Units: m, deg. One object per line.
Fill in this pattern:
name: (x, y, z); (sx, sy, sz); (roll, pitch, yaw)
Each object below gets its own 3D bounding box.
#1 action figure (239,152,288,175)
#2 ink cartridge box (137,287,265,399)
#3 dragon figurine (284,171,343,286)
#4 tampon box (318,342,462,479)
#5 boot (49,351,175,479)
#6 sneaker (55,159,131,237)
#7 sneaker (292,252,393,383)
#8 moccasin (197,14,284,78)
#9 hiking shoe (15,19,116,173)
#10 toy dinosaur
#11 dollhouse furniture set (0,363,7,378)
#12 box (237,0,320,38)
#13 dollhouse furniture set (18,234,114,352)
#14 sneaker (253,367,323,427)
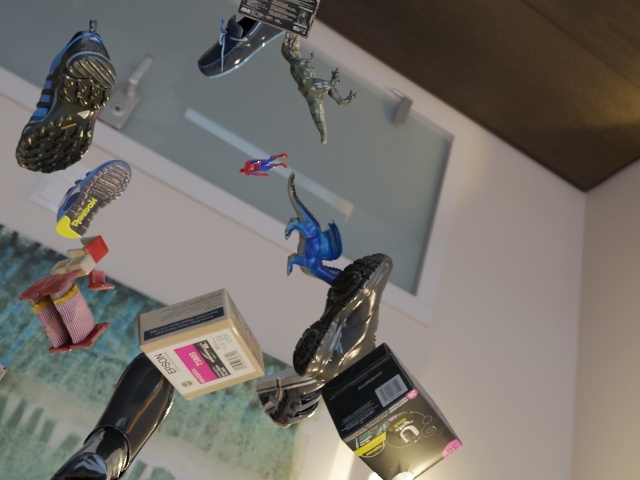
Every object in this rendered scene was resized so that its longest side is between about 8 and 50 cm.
action figure: (-0.120, -0.153, 1.245); (0.115, 0.030, 0.038); (-7, -106, 27)
ink cartridge box: (-0.246, 0.225, 1.279); (0.193, 0.234, 0.088); (-19, -134, 2)
dragon figurine: (0.000, 0.000, 1.253); (0.085, 0.144, 0.289); (-98, -174, -85)
tampon box: (0.099, 0.249, 0.845); (0.120, 0.161, 0.101); (-37, -147, 3)
boot: (-0.453, 0.425, 1.289); (0.445, 0.146, 0.366); (118, -5, -82)
sneaker: (-0.332, -0.070, 0.870); (0.144, 0.053, 0.059); (-41, -137, 12)
sneaker: (0.064, 0.156, 1.180); (0.286, 0.130, 0.109); (-57, -156, 2)
moccasin: (-0.231, -0.615, 1.762); (0.342, 0.117, 0.137); (-36, -127, 8)
hiking shoe: (-0.463, -0.247, 1.109); (0.304, 0.113, 0.132); (-41, -133, 29)
toy dinosaur: (0.002, -0.313, 1.238); (0.064, 0.118, 0.268); (-47, -121, 56)
dollhouse furniture set: (-0.910, 0.339, 1.485); (0.129, 0.184, 0.129); (-48, -168, 24)
box: (-0.043, -0.274, 0.679); (0.018, 0.083, 0.067); (-75, -176, -77)
dollhouse furniture set: (-0.710, 0.145, 1.829); (0.152, 0.201, 0.374); (-12, -156, 16)
sneaker: (-0.051, 0.367, 1.442); (0.126, 0.127, 0.321); (-18, 171, -30)
